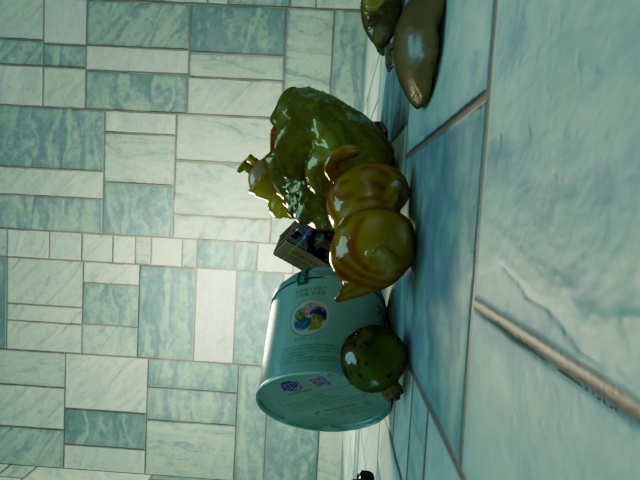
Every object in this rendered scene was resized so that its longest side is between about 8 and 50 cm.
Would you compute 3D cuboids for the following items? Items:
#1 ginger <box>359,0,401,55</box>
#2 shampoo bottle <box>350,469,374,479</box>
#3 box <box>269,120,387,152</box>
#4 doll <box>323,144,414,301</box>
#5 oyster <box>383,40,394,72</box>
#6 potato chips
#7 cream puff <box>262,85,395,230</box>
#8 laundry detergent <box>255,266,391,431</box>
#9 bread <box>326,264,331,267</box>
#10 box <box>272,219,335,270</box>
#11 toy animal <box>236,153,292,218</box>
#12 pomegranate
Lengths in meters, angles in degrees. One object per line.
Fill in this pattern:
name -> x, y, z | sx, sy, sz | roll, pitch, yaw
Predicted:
ginger -> 0.157, -0.597, 1.152 | 0.157, 0.102, 0.217 | -15, -74, -63
shampoo bottle -> 0.093, 0.570, 0.881 | 0.246, 0.079, 0.080 | -83, -2, -64
box -> 0.024, -0.262, 1.482 | 0.319, 0.348, 0.257 | -79, -8, -68
doll -> 0.089, -0.027, 0.810 | 0.270, 0.162, 0.167 | -99, 23, -45
oyster -> 0.184, -0.472, 1.145 | 0.093, 0.034, 0.052 | 147, 111, -78
potato chips -> 0.149, -0.314, 0.729 | 0.196, 0.061, 0.208 | 88, -177, -50
cream puff -> 0.004, -0.174, 1.111 | 0.276, 0.378, 0.378 | -50, -4, -2
laundry detergent -> 0.015, 0.233, 1.035 | 0.288, 0.286, 0.306 | 91, -178, -46
bread -> 0.086, 0.181, 1.311 | 0.096, 0.181, 0.223 | -8, -73, -50
box -> 0.000, 0.000, 1.414 | 0.310, 0.198, 0.084 | -41, 23, 50
toy animal -> -0.125, -0.160, 1.288 | 0.156, 0.229, 0.156 | -56, 8, 13
pomegranate -> 0.092, 0.213, 0.790 | 0.130, 0.130, 0.131 | 3, -90, -88
